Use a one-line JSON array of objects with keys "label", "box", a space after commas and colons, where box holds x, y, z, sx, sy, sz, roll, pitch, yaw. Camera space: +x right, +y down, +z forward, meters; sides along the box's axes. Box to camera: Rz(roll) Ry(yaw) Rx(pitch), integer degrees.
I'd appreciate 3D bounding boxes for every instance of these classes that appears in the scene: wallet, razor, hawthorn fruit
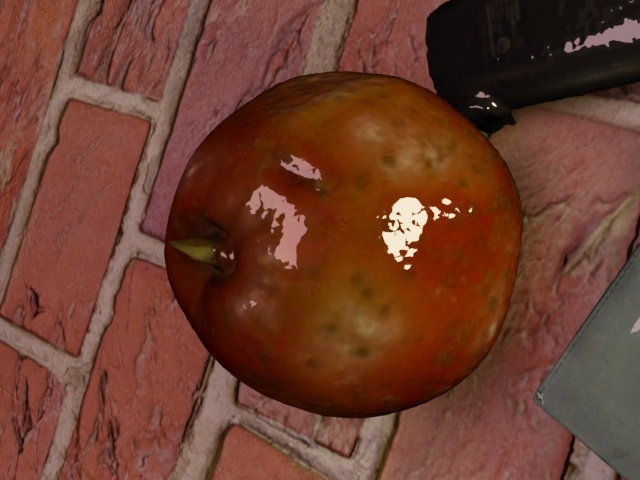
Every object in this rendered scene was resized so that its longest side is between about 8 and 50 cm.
[{"label": "wallet", "box": [0.386, 0.149, 1.048, 0.290, 0.054, 0.251, 42, 102, 39]}, {"label": "razor", "box": [0.276, -0.242, 1.171, 0.327, 0.107, 0.189, -15, 71, 33]}, {"label": "hawthorn fruit", "box": [0.000, 0.000, 1.151, 0.403, 0.403, 0.403, -8, 76, 35]}]
